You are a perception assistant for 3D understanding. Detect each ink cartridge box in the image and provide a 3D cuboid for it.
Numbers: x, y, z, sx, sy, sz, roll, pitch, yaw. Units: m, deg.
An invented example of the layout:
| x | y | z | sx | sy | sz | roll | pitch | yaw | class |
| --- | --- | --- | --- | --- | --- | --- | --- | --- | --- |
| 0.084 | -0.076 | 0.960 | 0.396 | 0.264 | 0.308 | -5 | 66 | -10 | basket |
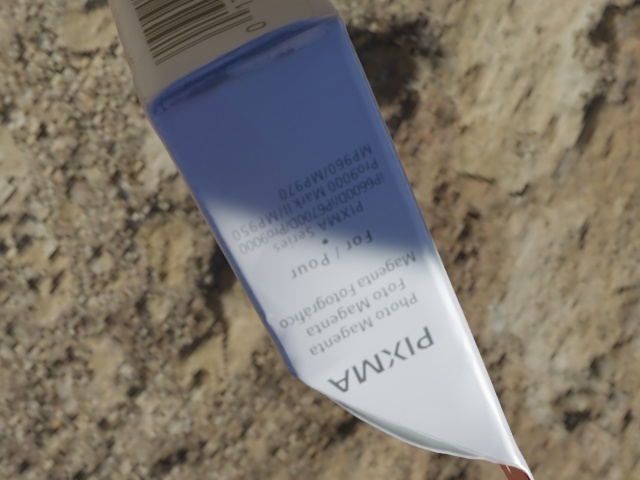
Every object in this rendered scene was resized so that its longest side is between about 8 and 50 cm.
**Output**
| x | y | z | sx | sy | sz | roll | pitch | yaw | class |
| --- | --- | --- | --- | --- | --- | --- | --- | --- | --- |
| 0.000 | 0.000 | 0.466 | 0.066 | 0.189 | 0.232 | -22 | 123 | -3 | ink cartridge box |
